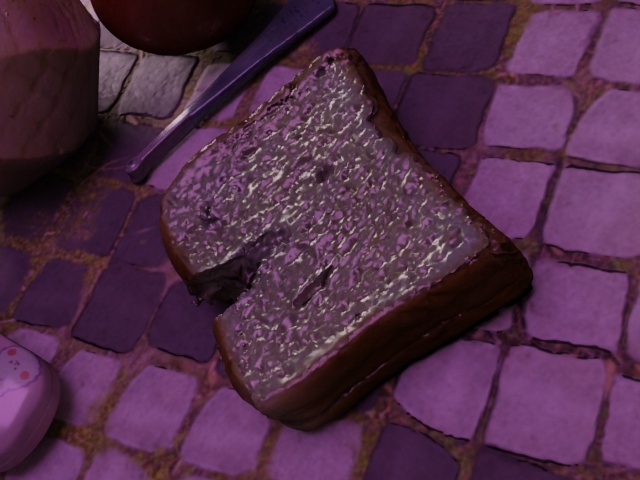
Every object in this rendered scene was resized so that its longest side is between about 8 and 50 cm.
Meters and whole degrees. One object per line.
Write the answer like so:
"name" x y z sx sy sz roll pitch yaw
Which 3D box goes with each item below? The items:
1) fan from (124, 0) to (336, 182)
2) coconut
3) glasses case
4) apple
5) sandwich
"fan" -0.097 -0.163 1.023 0.282 0.023 0.057 -42 54 -5
"coconut" -0.346 -0.163 1.022 0.259 0.259 0.259 -12 57 19
"glasses case" -0.363 0.119 0.944 0.297 0.075 0.113 21 74 34
"apple" -0.150 -0.281 1.014 0.181 0.168 0.181 0 55 0
"sandwich" -0.001 -0.001 0.836 0.249 0.095 0.273 -37 54 5
